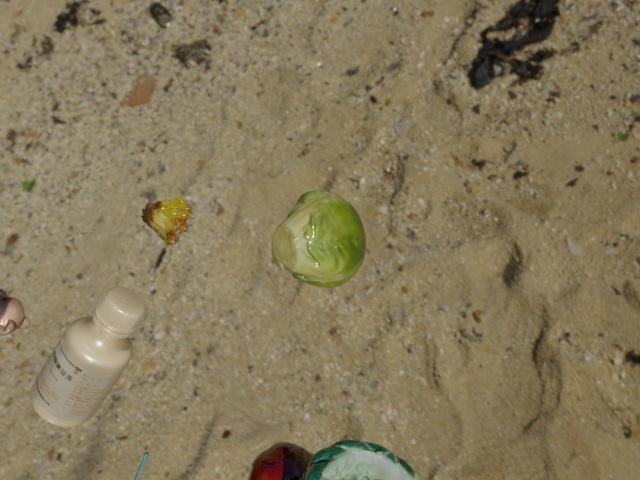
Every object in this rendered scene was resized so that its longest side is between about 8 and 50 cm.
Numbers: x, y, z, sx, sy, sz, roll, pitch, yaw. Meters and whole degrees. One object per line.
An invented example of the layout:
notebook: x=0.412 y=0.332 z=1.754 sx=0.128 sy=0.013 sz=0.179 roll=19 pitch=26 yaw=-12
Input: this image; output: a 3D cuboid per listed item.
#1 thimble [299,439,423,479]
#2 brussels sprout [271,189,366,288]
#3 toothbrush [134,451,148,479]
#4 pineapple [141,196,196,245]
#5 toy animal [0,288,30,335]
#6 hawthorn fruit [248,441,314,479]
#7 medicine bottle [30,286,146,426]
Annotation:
thimble: x=0.083 y=0.533 z=1.256 sx=0.288 sy=0.254 sz=0.167 roll=33 pitch=121 yaw=20
brussels sprout: x=0.004 y=0.002 z=1.117 sx=0.144 sy=0.161 sz=0.181 roll=23 pitch=39 yaw=36
toothbrush: x=-0.372 y=0.490 z=1.275 sx=0.167 sy=0.014 sz=0.011 roll=-67 pitch=15 yaw=1
pineapple: x=-0.345 y=-0.052 z=1.472 sx=0.137 sy=0.116 sz=0.069 roll=-91 pitch=19 yaw=-61
toy animal: x=-0.562 y=0.126 z=1.098 sx=0.150 sy=0.089 sz=0.083 roll=4 pitch=28 yaw=14
hawthorn fruit: x=-0.073 y=0.556 z=1.427 sx=0.181 sy=0.181 sz=0.235 roll=-33 pitch=20 yaw=15
medicine bottle: x=-0.369 y=0.185 z=1.060 sx=0.252 sy=0.114 sz=0.114 roll=-52 pitch=38 yaw=22
